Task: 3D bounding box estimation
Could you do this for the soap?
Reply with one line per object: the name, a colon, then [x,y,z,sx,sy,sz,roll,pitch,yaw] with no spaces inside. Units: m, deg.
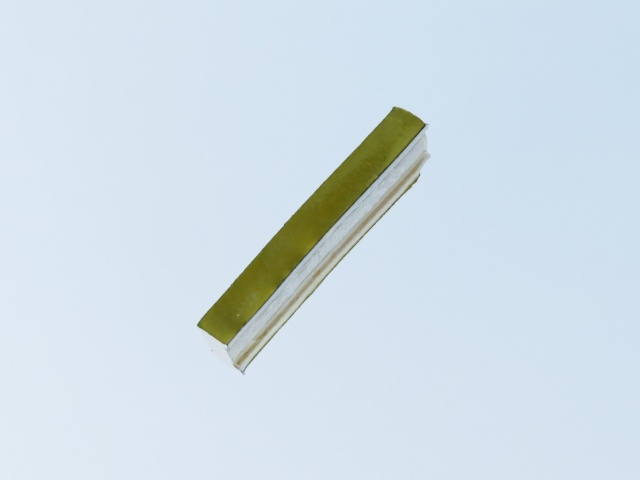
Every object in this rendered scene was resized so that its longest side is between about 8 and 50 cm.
soap: [-0.001,-0.001,1.403,0.037,0.092,0.252,38,-103,16]
